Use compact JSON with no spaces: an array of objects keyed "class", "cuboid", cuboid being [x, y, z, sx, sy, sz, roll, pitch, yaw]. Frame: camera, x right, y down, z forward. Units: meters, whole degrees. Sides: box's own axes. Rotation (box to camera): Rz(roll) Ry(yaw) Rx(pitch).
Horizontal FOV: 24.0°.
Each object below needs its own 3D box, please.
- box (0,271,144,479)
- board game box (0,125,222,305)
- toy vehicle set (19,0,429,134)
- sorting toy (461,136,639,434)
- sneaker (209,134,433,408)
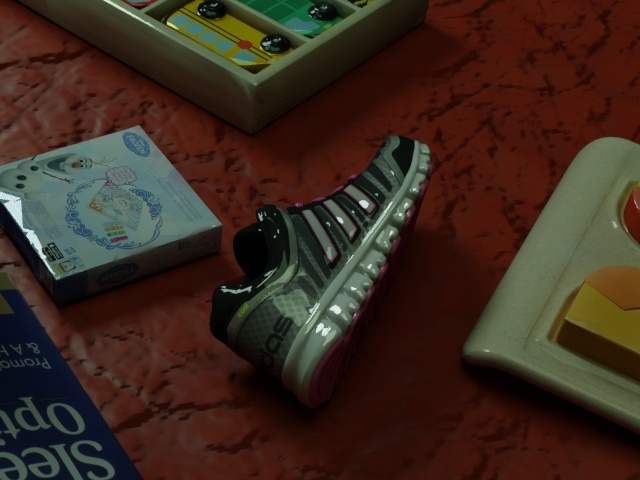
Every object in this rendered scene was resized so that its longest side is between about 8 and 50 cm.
[{"class":"box","cuboid":[-0.133,0.098,0.568,0.136,0.036,0.225,-3,43,-44]},{"class":"board game box","cuboid":[-0.109,-0.015,0.749,0.090,0.020,0.090,-20,48,-26]},{"class":"toy vehicle set","cuboid":[-0.087,-0.170,0.913,0.267,0.035,0.166,31,47,24]},{"class":"sorting toy","cuboid":[0.196,0.030,0.728,0.208,0.038,0.193,21,44,16]},{"class":"sneaker","cuboid":[0.000,0.000,0.714,0.075,0.063,0.170,23,48,8]}]
